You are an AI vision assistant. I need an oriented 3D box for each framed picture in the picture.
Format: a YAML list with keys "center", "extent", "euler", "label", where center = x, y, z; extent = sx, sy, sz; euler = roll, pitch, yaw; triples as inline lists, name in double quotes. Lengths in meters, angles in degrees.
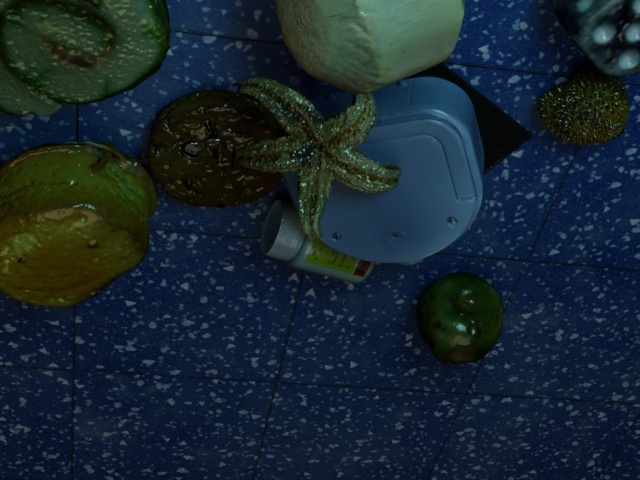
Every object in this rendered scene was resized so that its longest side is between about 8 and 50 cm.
- center: [0.225, -0.215, 2.012]
  extent: [0.324, 0.013, 0.244]
  euler: [32, 124, -30]
  label: "framed picture"

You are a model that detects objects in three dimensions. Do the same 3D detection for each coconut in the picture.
- center: [0.096, -0.398, 1.625]
  extent: [0.329, 0.328, 0.328]
  euler: [-2, 135, -2]
  label: "coconut"

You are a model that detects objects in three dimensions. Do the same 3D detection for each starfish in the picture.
- center: [-0.019, -0.153, 1.783]
  extent: [0.303, 0.113, 0.312]
  euler: [-5, 118, 13]
  label: "starfish"

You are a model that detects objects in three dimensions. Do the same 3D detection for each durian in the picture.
- center: [0.504, -0.250, 1.920]
  extent: [0.168, 0.137, 0.158]
  euler: [28, 148, -18]
  label: "durian"

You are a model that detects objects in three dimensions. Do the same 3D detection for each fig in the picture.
- center: [0.303, 0.200, 2.330]
  extent: [0.206, 0.206, 0.275]
  euler: [2, 154, -6]
  label: "fig"

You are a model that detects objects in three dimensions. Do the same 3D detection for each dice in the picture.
- center: [0.508, -0.403, 1.726]
  extent: [0.181, 0.182, 0.183]
  euler: [-37, 129, 26]
  label: "dice"

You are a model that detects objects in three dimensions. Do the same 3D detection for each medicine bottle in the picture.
- center: [0.000, 0.000, 2.117]
  extent: [0.225, 0.139, 0.139]
  euler: [16, 132, -19]
  label: "medicine bottle"

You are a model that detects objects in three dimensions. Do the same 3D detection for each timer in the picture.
- center: [0.132, -0.121, 1.956]
  extent: [0.395, 0.173, 0.395]
  euler: [5, 130, 6]
  label: "timer"

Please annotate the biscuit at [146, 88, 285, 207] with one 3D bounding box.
- center: [-0.198, -0.167, 1.980]
  extent: [0.296, 0.075, 0.296]
  euler: [-2, 135, -2]
  label: "biscuit"

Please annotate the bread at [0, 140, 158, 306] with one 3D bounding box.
- center: [-0.492, -0.027, 1.985]
  extent: [0.358, 0.204, 0.337]
  euler: [-35, 144, 22]
  label: "bread"

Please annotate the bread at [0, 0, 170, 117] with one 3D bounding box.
- center: [-0.446, -0.359, 1.727]
  extent: [0.366, 0.129, 0.382]
  euler: [15, 132, -20]
  label: "bread"
